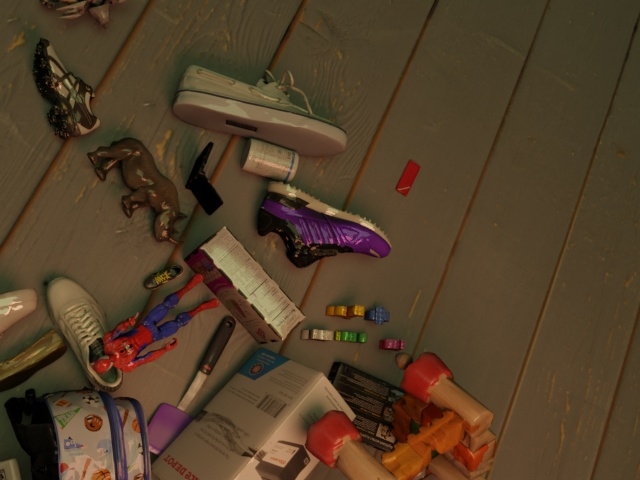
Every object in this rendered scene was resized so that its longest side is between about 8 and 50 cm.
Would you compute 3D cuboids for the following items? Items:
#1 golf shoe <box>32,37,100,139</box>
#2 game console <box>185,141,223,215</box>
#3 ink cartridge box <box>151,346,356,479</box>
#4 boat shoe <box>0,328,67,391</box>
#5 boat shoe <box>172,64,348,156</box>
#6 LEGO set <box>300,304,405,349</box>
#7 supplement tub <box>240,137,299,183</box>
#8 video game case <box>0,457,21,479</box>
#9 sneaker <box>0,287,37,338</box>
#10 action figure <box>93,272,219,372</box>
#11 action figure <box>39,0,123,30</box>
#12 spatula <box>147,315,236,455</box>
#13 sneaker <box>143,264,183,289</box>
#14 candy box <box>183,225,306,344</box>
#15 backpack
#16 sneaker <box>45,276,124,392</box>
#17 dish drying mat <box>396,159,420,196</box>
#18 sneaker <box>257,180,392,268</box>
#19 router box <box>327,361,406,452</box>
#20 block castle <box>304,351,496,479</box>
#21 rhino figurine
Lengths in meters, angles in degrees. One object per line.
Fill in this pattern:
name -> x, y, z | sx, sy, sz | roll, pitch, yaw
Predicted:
golf shoe -> -0.489, -0.294, 1.423 | 0.094, 0.077, 0.198 | -18, 91, -37
game console -> -0.218, -0.121, 1.458 | 0.071, 0.122, 0.107 | 24, 72, -16
ink cartridge box -> -0.123, 0.365, 1.336 | 0.307, 0.223, 0.129 | -46, 119, -22
boat shoe -> -0.531, 0.216, 1.315 | 0.153, 0.056, 0.048 | -34, 69, -21
boat shoe -> -0.112, -0.289, 1.537 | 0.367, 0.136, 0.156 | 13, 72, -9
LEGO set -> 0.083, 0.174, 1.532 | 0.227, 0.093, 0.087 | 9, 77, -19
supplement tub -> -0.105, -0.165, 1.537 | 0.107, 0.071, 0.071 | 16, 75, -16
video game case -> -0.556, 0.458, 1.188 | 0.190, 0.022, 0.173 | -17, 83, 9
sneaker -> -0.603, 0.203, 1.258 | 0.293, 0.108, 0.169 | -24, 84, -13
action figure -> -0.281, 0.147, 1.324 | 0.280, 0.139, 0.091 | -38, 98, -43
action figure -> -0.481, -0.545, 1.457 | 0.185, 0.099, 0.285 | -28, 94, -30
spatula -> -0.239, 0.276, 1.425 | 0.084, 0.030, 0.296 | 33, 70, -13
sneaker -> -0.305, 0.068, 1.436 | 0.083, 0.035, 0.031 | -30, 91, -23
candy box -> -0.149, 0.091, 1.425 | 0.071, 0.159, 0.233 | -43, 97, -22
backpack -> -0.392, 0.367, 1.223 | 0.213, 0.263, 0.276 | -10, 83, -22
sneaker -> -0.421, 0.167, 1.342 | 0.090, 0.095, 0.235 | -30, 90, -21
dish drying mat -> 0.200, -0.142, 1.683 | 0.032, 0.008, 0.083 | 31, 71, -12
sneaker -> -0.001, 0.000, 1.538 | 0.293, 0.102, 0.146 | 24, 77, -10
router box -> 0.089, 0.345, 1.528 | 0.179, 0.046, 0.133 | 26, 72, -14
block castle -> 0.128, 0.434, 1.336 | 0.303, 0.213, 0.453 | -26, 134, -28
rhino figurine -> -0.338, -0.093, 1.435 | 0.106, 0.073, 0.243 | -37, 96, -20
